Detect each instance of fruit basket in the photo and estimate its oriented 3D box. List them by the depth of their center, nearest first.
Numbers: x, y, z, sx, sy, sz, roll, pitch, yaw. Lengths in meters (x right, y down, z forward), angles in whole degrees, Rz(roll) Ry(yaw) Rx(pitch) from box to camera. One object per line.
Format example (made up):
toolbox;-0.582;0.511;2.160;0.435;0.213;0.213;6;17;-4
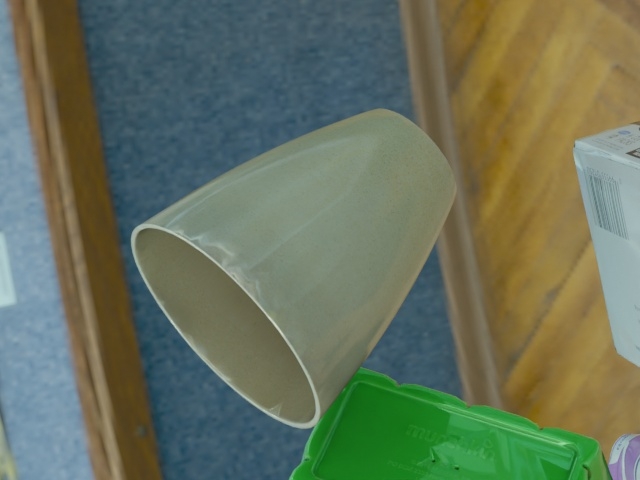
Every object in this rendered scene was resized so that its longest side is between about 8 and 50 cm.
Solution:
fruit basket;0.130;0.354;1.757;0.392;0.283;0.392;18;144;14

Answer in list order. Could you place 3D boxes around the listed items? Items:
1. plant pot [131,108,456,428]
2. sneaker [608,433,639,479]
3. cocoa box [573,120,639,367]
plant pot;0.000;0.000;1.576;0.256;0.274;0.256;40;157;20
sneaker;0.428;0.363;1.930;0.161;0.102;0.282;-169;62;-76
cocoa box;0.412;0.012;1.396;0.347;0.228;0.231;-141;35;-71
